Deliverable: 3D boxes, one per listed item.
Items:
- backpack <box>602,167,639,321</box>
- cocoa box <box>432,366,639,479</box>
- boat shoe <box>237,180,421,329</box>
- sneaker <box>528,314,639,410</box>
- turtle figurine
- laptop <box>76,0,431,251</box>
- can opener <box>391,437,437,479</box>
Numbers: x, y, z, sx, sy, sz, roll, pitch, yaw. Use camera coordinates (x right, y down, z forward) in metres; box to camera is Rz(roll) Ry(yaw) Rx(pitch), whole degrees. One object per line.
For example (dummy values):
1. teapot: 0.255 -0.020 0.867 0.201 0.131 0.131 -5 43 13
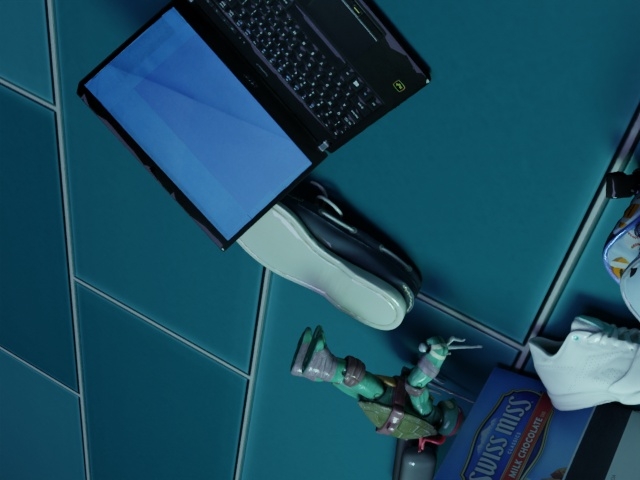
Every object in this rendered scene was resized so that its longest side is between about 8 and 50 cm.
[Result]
1. backpack: 0.373 0.004 0.697 0.276 0.213 0.263 41 129 3
2. cocoa box: 0.257 0.364 1.076 0.227 0.231 0.347 16 134 26
3. boat shoe: 0.000 0.000 1.060 0.254 0.079 0.095 31 137 7
4. sneaker: 0.296 0.111 0.946 0.212 0.080 0.094 -27 96 49
5. turtle figurine: 0.088 0.163 1.062 0.234 0.118 0.175 20 152 -10
6. laptop: -0.073 -0.156 0.929 0.234 0.136 0.264 48 139 -10
7. can opener: 0.146 0.358 1.299 0.095 0.076 0.283 -1 133 -3
